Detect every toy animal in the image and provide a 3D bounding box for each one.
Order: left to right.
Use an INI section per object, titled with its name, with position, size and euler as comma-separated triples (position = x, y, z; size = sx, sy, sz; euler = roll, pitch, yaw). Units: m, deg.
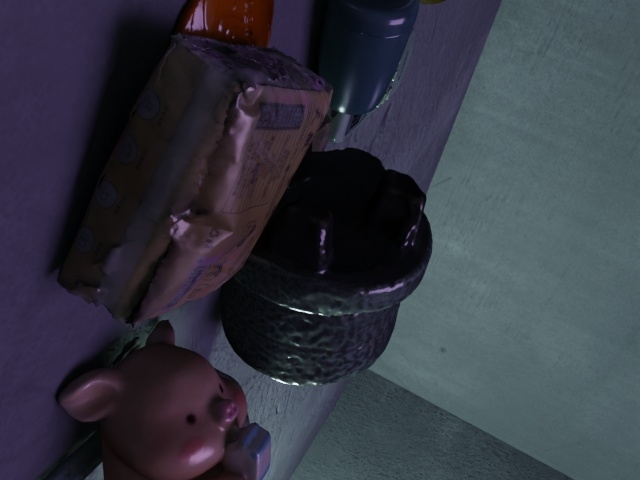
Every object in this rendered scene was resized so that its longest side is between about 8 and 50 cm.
[toy animal]
position = -0.163, 0.254, 0.815
size = 0.195, 0.213, 0.256
euler = -32, 126, -66

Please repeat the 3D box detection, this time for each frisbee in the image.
[frisbee]
position = -0.092, -0.189, 0.707
size = 0.192, 0.035, 0.192
euler = -57, 167, -22

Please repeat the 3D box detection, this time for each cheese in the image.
[cheese]
position = -0.032, -0.109, 1.100
size = 0.097, 0.037, 0.192
euler = -45, 159, -51

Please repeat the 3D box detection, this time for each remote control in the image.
[remote control]
position = 0.088, -0.277, 1.199
size = 0.296, 0.056, 0.140
euler = -47, 161, -49

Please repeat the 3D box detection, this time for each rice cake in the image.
[rice cake]
position = -0.299, 0.278, 0.819
size = 0.033, 0.033, 0.207
euler = -59, 173, 31

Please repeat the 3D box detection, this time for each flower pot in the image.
[flower pot]
position = 0.000, 0.000, 0.908
size = 0.299, 0.299, 0.282
euler = -50, 158, -45

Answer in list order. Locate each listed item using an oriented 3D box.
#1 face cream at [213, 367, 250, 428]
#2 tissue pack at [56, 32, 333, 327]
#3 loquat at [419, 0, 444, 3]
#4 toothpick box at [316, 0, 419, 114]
[face cream]
position = -0.156, 0.246, 1.044
size = 0.089, 0.143, 0.314
euler = -32, 175, -13
[tissue pack]
position = -0.106, -0.056, 0.656
size = 0.256, 0.123, 0.215
euler = -56, 170, 20
[loquat]
position = 0.167, -0.437, 1.003
size = 0.152, 0.152, 0.195
euler = -58, 175, -22
[toothpick box]
position = 0.055, -0.267, 0.952
size = 0.120, 0.120, 0.184
euler = -53, 168, -38
